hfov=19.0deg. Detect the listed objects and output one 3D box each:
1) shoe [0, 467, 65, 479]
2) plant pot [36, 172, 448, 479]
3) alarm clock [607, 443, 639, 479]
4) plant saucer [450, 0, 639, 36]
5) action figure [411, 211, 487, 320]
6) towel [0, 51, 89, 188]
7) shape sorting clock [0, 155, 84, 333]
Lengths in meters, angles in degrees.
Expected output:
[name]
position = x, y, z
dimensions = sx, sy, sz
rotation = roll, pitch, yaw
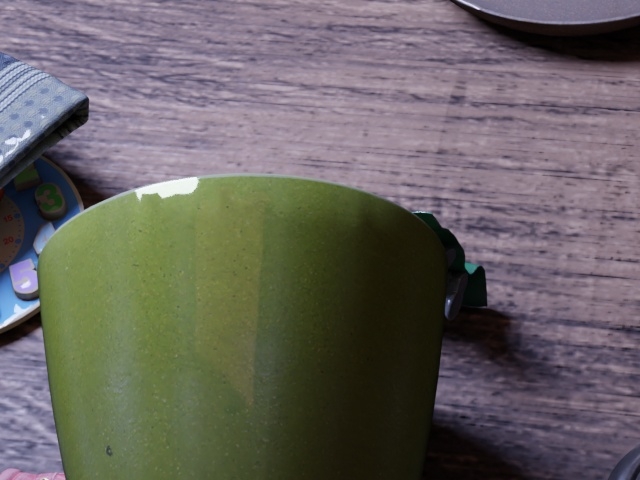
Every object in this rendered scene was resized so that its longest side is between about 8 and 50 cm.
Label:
[shoe]
position = -0.202, 0.224, 1.275
dimensions = 0.081, 0.063, 0.178
rotation = 5, 43, 14
[plant pot]
position = -0.047, 0.151, 1.210
dimensions = 0.274, 0.275, 0.293
rotation = -4, 62, 4
[alarm clock]
position = 0.266, 0.178, 1.259
dimensions = 0.192, 0.064, 0.129
rotation = -20, 48, -15
[plant saucer]
position = 0.223, -0.277, 1.695
dimensions = 0.310, 0.050, 0.311
rotation = -4, 48, 4
[action figure]
position = 0.000, 0.000, 1.434
dimensions = 0.232, 0.137, 0.063
rotation = 15, 63, 31
[towel]
position = -0.387, -0.056, 1.534
dimensions = 0.312, 0.056, 0.324
rotation = 26, 59, 34
[shape sorting clock]
position = -0.288, -0.002, 1.510
dimensions = 0.206, 0.040, 0.206
rotation = -4, 47, 4
